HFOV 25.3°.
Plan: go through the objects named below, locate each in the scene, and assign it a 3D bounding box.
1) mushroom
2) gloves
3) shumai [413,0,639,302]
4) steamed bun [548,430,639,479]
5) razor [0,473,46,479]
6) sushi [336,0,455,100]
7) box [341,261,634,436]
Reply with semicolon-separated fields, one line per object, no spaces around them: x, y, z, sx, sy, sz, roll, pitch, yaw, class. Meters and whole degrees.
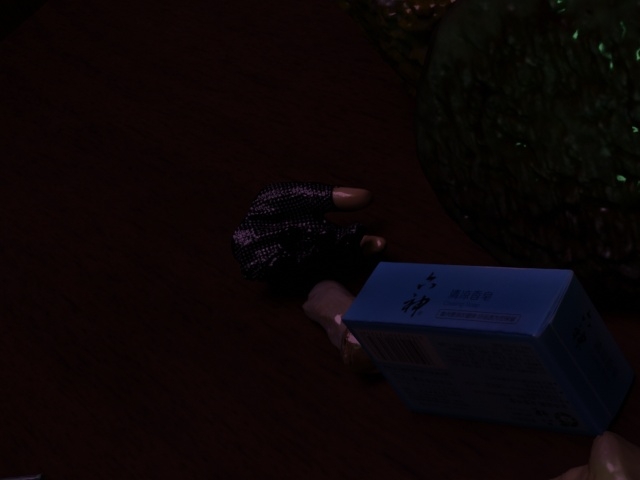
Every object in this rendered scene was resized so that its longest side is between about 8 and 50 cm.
0.025;0.085;1.535;0.059;0.054;0.202;-32;25;-5;mushroom
-0.001;0.003;1.633;0.180;0.106;0.129;17;37;31;gloves
0.311;-0.151;1.367;0.395;0.395;0.348;-5;23;40;shumai
0.116;0.305;1.003;0.372;0.230;0.325;-32;29;11;steamed bun
-0.359;0.349;1.578;0.084;0.036;0.211;-8;43;7;razor
0.226;-0.309;1.674;0.351;0.240;0.396;-38;29;-1;sushi
0.152;0.097;1.308;0.232;0.142;0.083;0;46;44;box
